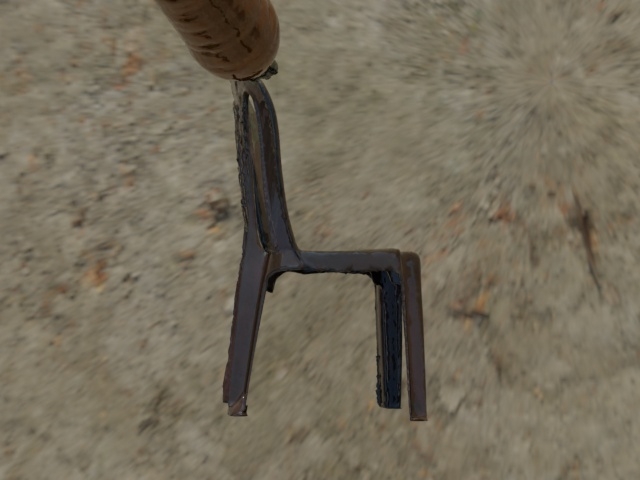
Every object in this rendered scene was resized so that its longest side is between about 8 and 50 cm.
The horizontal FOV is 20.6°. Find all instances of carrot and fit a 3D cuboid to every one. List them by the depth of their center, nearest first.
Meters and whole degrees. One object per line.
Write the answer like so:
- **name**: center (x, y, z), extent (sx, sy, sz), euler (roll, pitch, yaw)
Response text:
- **carrot**: center (-0.098, -0.185, 1.167), extent (0.069, 0.336, 0.069), euler (-9, 65, 19)

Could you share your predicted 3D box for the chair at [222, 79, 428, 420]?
- **chair**: center (0.000, 0.000, 1.644), extent (0.183, 0.175, 0.326), euler (1, 90, -7)
